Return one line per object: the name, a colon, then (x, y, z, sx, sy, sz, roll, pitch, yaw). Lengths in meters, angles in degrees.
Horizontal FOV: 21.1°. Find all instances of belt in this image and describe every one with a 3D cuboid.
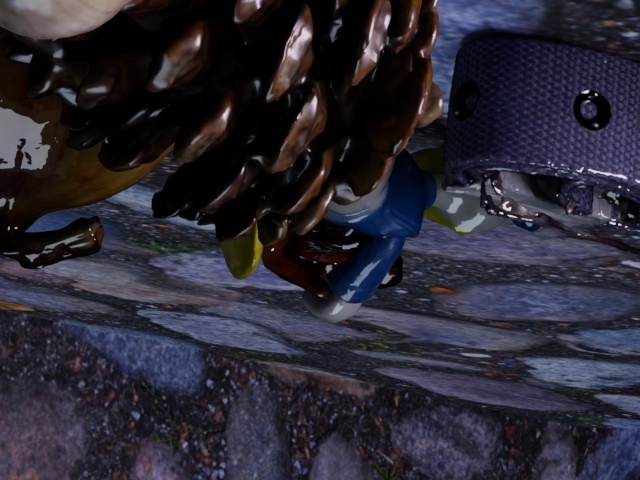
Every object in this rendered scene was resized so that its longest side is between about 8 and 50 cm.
belt: (0.192, -0.064, 1.271, 0.230, 0.126, 0.139, 13, 167, -32)

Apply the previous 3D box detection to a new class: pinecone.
pinecone: (-0.050, -0.114, 0.948, 0.272, 0.224, 0.224, 22, 164, -27)

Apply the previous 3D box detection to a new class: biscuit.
biscuit: (0.006, 0.001, 1.944, 0.151, 0.063, 0.235, 4, 166, 17)

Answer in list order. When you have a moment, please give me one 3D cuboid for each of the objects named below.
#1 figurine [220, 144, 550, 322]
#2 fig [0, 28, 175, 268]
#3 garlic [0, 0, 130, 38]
figurine: (0.056, -0.019, 1.472, 0.338, 0.204, 0.283, -1, 148, -20)
fig: (-0.200, -0.113, 1.123, 0.235, 0.214, 0.235, 32, 179, 1)
garlic: (-0.129, -0.199, 0.728, 0.245, 0.160, 0.245, 11, 150, 7)
